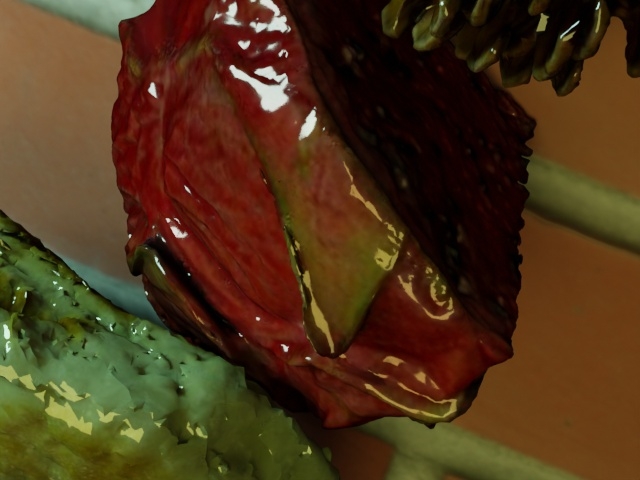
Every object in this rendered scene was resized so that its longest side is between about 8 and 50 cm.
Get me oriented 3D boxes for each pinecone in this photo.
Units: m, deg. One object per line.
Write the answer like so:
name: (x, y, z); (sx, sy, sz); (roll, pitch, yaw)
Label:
pinecone: (0.109, -0.166, 0.694); (0.212, 0.168, 0.185); (-5, 101, 5)

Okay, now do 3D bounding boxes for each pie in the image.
pie: (-0.160, 0.137, 0.862); (0.418, 0.180, 0.395); (29, 145, 8)

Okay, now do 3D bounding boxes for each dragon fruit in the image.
dragon fruit: (0.000, 0.000, 0.818); (0.240, 0.302, 0.330); (-1, 151, -29)
